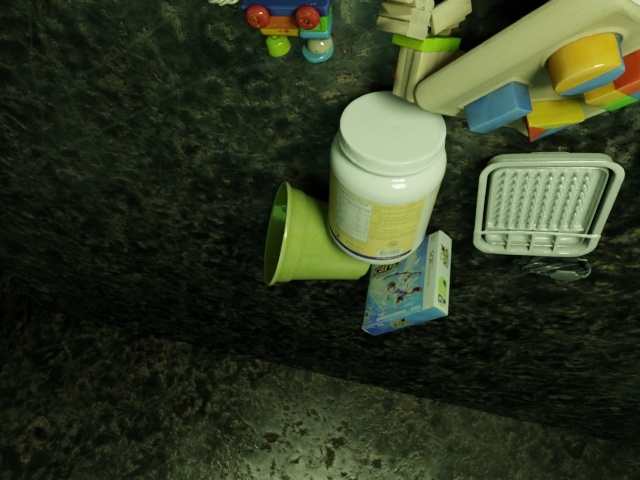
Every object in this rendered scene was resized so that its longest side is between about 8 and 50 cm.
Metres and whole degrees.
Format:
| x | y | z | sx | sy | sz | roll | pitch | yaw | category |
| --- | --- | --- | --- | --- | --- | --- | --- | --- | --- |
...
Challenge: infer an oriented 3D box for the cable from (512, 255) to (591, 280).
| x | y | z | sx | sy | sz | roll | pitch | yaw | category |
| --- | --- | --- | --- | --- | --- | --- | --- | --- | --- |
| 0.597 | 0.052 | 1.242 | 0.184 | 0.150 | 0.047 | 2 | 114 | 22 | cable |

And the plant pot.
| x | y | z | sx | sy | sz | roll | pitch | yaw | category |
| --- | --- | --- | --- | --- | --- | --- | --- | --- | --- |
| 0.000 | 0.000 | 1.285 | 0.253 | 0.276 | 0.276 | 10 | 147 | -14 | plant pot |

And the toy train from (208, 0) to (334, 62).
| x | y | z | sx | sy | sz | roll | pitch | yaw | category |
| --- | --- | --- | --- | --- | --- | --- | --- | --- | --- |
| -0.096 | -0.397 | 0.870 | 0.248 | 0.105 | 0.143 | 6 | 159 | 11 | toy train |

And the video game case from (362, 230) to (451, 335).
| x | y | z | sx | sy | sz | roll | pitch | yaw | category |
| --- | --- | --- | --- | --- | --- | --- | --- | --- | --- |
| 0.243 | 0.124 | 1.363 | 0.061 | 0.244 | 0.269 | 34 | 140 | -26 | video game case |

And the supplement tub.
| x | y | z | sx | sy | sz | roll | pitch | yaw | category |
| --- | --- | --- | --- | --- | --- | --- | --- | --- | --- |
| 0.137 | -0.126 | 1.043 | 0.241 | 0.241 | 0.331 | 9 | 145 | 6 | supplement tub |

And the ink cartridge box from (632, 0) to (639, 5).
| x | y | z | sx | sy | sz | roll | pitch | yaw | category |
| --- | --- | --- | --- | --- | --- | --- | --- | --- | --- |
| 0.377 | -0.431 | 0.627 | 0.353 | 0.119 | 0.207 | 18 | 146 | -8 | ink cartridge box |

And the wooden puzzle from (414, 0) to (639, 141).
| x | y | z | sx | sy | sz | roll | pitch | yaw | category |
| --- | --- | --- | --- | --- | --- | --- | --- | --- | --- |
| 0.384 | -0.244 | 0.778 | 0.347 | 0.081 | 0.322 | 4 | 167 | -35 | wooden puzzle |

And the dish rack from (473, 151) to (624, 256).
| x | y | z | sx | sy | sz | roll | pitch | yaw | category |
| --- | --- | --- | --- | --- | --- | --- | --- | --- | --- |
| 0.514 | -0.086 | 1.122 | 0.285 | 0.072 | 0.333 | 3 | 145 | 16 | dish rack |

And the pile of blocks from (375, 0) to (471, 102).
| x | y | z | sx | sy | sz | roll | pitch | yaw | category |
| --- | --- | --- | --- | --- | --- | --- | --- | --- | --- |
| 0.151 | -0.402 | 0.787 | 0.112 | 0.149 | 0.362 | 42 | 159 | 46 | pile of blocks |
